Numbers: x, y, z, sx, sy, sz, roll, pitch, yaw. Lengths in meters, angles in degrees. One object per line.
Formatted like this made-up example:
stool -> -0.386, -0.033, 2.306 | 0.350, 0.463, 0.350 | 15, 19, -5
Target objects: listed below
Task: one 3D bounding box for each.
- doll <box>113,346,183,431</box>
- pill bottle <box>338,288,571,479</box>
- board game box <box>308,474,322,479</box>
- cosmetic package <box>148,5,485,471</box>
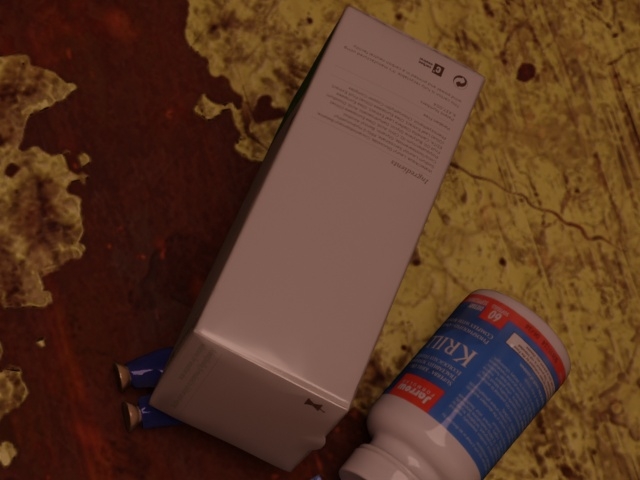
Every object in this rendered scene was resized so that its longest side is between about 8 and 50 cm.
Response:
doll -> -0.094, 0.119, 1.702 | 0.189, 0.046, 0.129 | -11, 79, -15
pill bottle -> 0.121, 0.161, 1.698 | 0.124, 0.124, 0.221 | 42, 70, 1
board game box -> -0.018, 0.277, 1.691 | 0.090, 0.020, 0.090 | -29, 83, -18
cosmetic package -> 0.000, 0.000, 1.649 | 0.155, 0.197, 0.366 | 28, 60, -5
